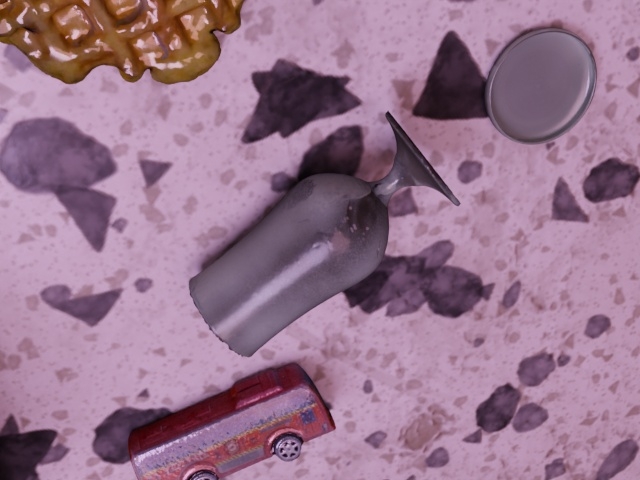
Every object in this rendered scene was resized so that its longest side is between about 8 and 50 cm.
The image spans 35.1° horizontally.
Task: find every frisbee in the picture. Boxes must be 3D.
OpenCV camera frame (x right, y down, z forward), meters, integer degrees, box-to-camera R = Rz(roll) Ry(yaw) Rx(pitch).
[{"bbox_3d":[0.199,-0.139,0.916,0.110,0.014,0.110,-8,118,-15],"label":"frisbee"}]

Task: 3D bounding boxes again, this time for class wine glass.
[{"bbox_3d":[0.000,0.000,0.873,0.231,0.103,0.103,-39,121,7],"label":"wine glass"}]

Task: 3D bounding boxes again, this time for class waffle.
[{"bbox_3d":[-0.153,-0.254,0.722,0.300,0.058,0.281,35,103,-30],"label":"waffle"}]

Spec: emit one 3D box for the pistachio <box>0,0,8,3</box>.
[{"bbox_3d":[-0.201,-0.215,0.640,0.189,0.100,0.110,-24,101,6],"label":"pistachio"}]

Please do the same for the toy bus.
[{"bbox_3d":[-0.086,0.184,0.963,0.192,0.065,0.077,-23,113,-6],"label":"toy bus"}]
